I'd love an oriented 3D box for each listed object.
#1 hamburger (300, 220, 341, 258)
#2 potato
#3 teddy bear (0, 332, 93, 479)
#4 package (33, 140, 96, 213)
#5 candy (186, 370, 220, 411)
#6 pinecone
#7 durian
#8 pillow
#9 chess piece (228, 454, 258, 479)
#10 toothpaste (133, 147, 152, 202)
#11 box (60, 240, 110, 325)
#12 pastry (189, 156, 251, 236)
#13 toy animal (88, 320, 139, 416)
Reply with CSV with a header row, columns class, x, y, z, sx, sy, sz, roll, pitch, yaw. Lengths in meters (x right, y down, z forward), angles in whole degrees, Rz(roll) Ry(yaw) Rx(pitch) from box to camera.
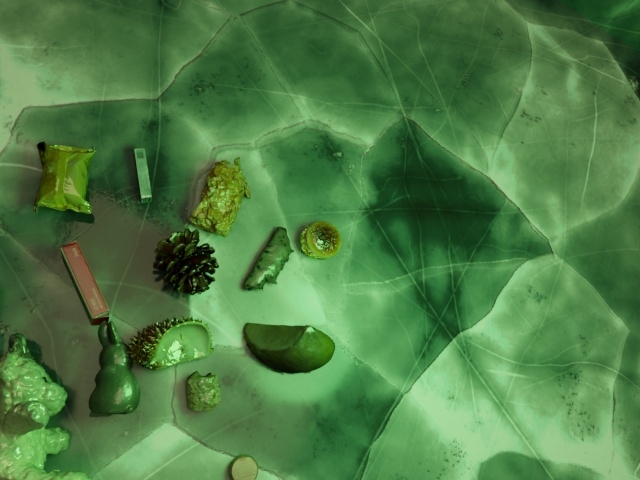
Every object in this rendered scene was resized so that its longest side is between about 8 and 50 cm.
class,x,y,z,sx,sy,sz,roll,pitch,yaw
hamburger,0.000,0.000,1.824,0.141,0.081,0.126,5,73,-17
potato,-0.080,0.307,1.617,0.270,0.255,0.112,20,69,-11
teddy bear,-0.653,0.433,1.375,0.376,0.327,0.362,12,51,2
package,-0.743,-0.179,1.639,0.169,0.090,0.226,3,71,-14
candy,-0.332,0.425,1.605,0.096,0.085,0.110,1,85,-8
pinecone,-0.386,0.067,1.649,0.179,0.150,0.195,-27,87,-28
durian,-0.409,0.281,1.578,0.252,0.144,0.139,-7,76,-53
pillow,-0.150,0.067,1.775,0.093,0.051,0.241,31,66,-7
chess piece,-0.217,0.648,1.595,0.084,0.038,0.083,4,73,-14
toothpaste,-0.543,-0.200,1.730,0.034,0.046,0.164,-7,77,-21
box,-0.650,0.124,1.564,0.050,0.123,0.229,-24,82,-27
pastry,-0.297,-0.136,1.758,0.154,0.102,0.249,25,69,-11
toy animal,-0.549,0.344,1.529,0.127,0.125,0.251,-2,74,-6
